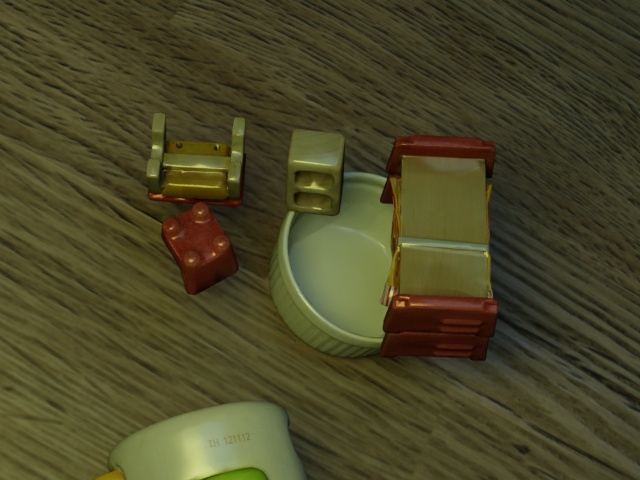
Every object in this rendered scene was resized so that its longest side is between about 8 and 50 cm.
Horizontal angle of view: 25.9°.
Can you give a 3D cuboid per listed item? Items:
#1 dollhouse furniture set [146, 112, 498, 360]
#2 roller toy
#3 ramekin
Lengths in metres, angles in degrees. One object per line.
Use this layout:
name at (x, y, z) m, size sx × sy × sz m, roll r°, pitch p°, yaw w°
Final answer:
dollhouse furniture set at (0.000, 0.000, 1.473) m, size 0.374 × 0.152 × 0.201 m, roll 4°, pitch 65°, yaw 0°
roller toy at (-0.113, 0.244, 1.400) m, size 0.191 × 0.209 × 0.146 m, roll 11°, pitch 58°, yaw -56°
ramekin at (0.038, 0.036, 1.595) m, size 0.207 × 0.109 × 0.207 m, roll 8°, pitch 65°, yaw -18°
